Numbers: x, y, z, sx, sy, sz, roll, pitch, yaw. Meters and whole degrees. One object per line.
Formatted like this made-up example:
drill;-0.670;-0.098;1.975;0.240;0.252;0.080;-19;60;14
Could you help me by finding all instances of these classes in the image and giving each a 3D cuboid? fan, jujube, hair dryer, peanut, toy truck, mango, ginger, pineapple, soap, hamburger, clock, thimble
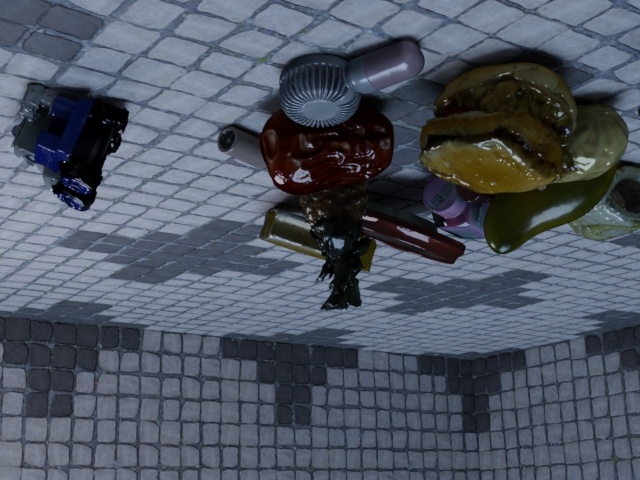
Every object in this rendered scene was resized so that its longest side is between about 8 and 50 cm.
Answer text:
fan;0.048;-0.251;1.497;0.244;0.074;0.130;-16;148;27
jujube;0.011;-0.159;1.655;0.230;0.155;0.155;-5;164;-6
hair dryer;-0.046;-0.179;1.757;0.220;0.054;0.195;-14;159;35
peanut;0.397;-0.165;1.722;0.305;0.147;0.147;-10;163;40
toy truck;-0.439;-0.165;1.636;0.176;0.161;0.213;23;158;-12
mango;0.434;-0.093;1.843;0.289;0.146;0.129;-29;168;14
ginger;0.388;-0.121;1.635;0.057;0.044;0.137;34;150;-33
pineapple;0.029;-0.016;1.866;0.141;0.310;0.170;-4;164;2
soap;0.000;0.000;2.181;0.257;0.080;0.160;18;177;-11
hamburger;0.289;-0.178;1.561;0.244;0.163;0.244;10;163;3
clock;0.171;-0.031;2.130;0.318;0.080;0.318;20;177;1
thimble;0.604;-0.075;2.008;0.190;0.138;0.143;-7;171;-30

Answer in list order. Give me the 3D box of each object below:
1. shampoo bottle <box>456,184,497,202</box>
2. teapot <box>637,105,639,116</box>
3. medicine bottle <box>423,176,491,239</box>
shampoo bottle;0.358;-0.109;1.968;0.068;0.067;0.236;31;-160;33
teapot;0.598;-0.239;1.430;0.267;0.186;0.175;-33;127;4
medicine bottle;0.294;-0.077;2.017;0.094;0.119;0.188;-1;167;34
